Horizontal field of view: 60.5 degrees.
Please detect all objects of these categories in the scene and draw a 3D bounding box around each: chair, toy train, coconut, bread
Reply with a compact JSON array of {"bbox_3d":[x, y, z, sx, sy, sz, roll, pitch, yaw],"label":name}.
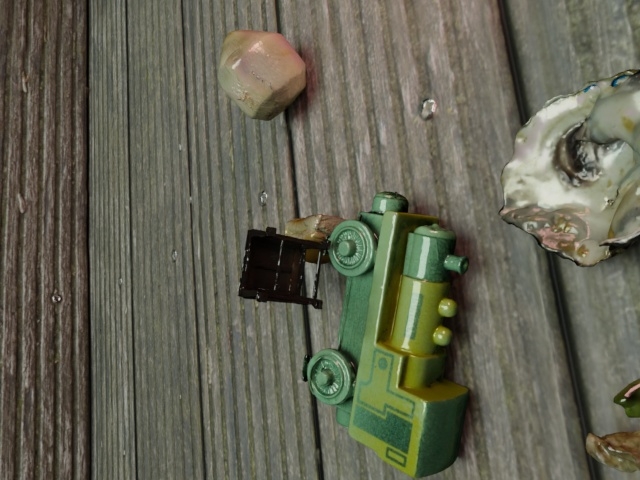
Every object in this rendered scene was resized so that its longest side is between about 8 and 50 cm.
[{"bbox_3d":[-0.076,0.044,0.867,0.229,0.113,0.106,-4,76,65],"label":"chair"},{"bbox_3d":[0.110,0.116,0.797,0.237,0.150,0.369,14,98,44],"label":"toy train"},{"bbox_3d":[-0.126,-0.338,1.098,0.171,0.183,0.171,-43,12,11],"label":"coconut"},{"bbox_3d":[0.001,-0.001,0.974,0.125,0.106,0.082,-10,78,54],"label":"bread"}]

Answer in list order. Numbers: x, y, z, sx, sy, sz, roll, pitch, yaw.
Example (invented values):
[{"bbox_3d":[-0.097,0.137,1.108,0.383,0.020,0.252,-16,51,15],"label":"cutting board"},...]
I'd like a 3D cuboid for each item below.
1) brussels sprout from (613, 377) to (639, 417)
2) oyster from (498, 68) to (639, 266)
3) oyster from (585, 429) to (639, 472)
[{"bbox_3d":[0.402,0.043,0.261,0.361,0.425,0.342,34,160,26],"label":"brussels sprout"},{"bbox_3d":[0.303,-0.081,0.606,0.223,0.083,0.214,37,113,54],"label":"oyster"},{"bbox_3d":[0.421,0.263,0.424,0.204,0.111,0.396,-49,48,16],"label":"oyster"}]
